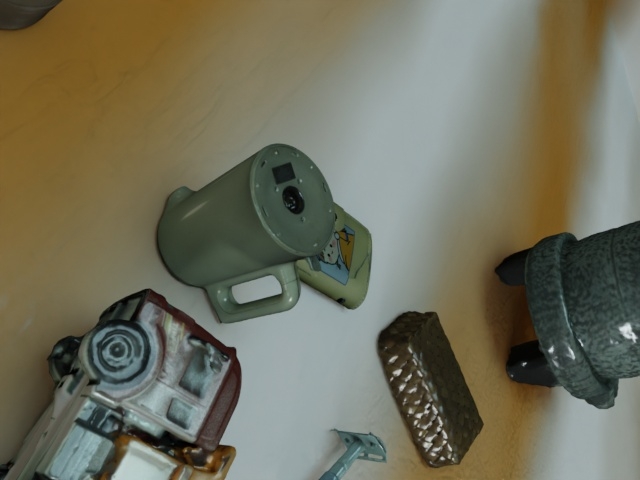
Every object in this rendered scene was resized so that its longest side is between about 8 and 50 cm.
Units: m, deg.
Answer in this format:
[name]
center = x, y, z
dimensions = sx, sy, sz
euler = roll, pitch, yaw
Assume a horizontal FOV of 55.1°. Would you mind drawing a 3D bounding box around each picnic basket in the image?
[picnic basket]
center = 0.146, 0.188, 0.789
dimensions = 0.110, 0.055, 0.193
euler = -29, 96, -49

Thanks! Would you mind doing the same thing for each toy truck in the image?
[toy truck]
center = -0.151, 0.171, 0.397
dimensions = 0.135, 0.114, 0.270
euler = 39, 58, -24

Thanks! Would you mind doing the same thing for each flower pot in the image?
[flower pot]
center = 0.453, 0.125, 0.987
dimensions = 0.299, 0.283, 0.299
euler = 25, 57, -45

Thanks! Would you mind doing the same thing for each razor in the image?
[razor]
center = 0.003, 0.247, 0.614
dimensions = 0.135, 0.068, 0.040
euler = -39, 103, -37

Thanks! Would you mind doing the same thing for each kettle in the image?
[kettle]
center = -0.064, -0.006, 0.555
dimensions = 0.127, 0.148, 0.098
euler = 46, 44, -25

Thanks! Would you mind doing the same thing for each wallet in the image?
[wallet]
center = 0.000, 0.000, 0.708
dimensions = 0.155, 0.039, 0.110
euler = 34, 54, -37

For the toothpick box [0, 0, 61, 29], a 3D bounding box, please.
[toothpick box]
center = -0.213, -0.246, 0.455
dimensions = 0.111, 0.181, 0.111
euler = 21, 61, -44
